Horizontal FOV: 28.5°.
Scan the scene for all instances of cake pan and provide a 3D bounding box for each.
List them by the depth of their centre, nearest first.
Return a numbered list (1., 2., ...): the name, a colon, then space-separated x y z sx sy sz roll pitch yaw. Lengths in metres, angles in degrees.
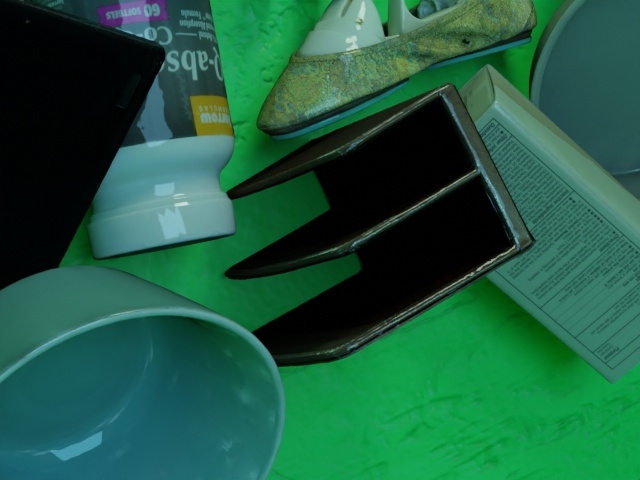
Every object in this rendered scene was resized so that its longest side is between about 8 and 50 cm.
1. cake pan: 0.349 -0.174 1.336 0.293 0.054 0.293 -7 120 -13

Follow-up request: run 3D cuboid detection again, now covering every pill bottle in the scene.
1. pill bottle: -0.164 -0.130 1.129 0.162 0.162 0.279 -11 89 -23

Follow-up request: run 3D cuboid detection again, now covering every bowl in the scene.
1. bowl: -0.200 0.143 1.050 0.311 0.163 0.312 -18 130 -23

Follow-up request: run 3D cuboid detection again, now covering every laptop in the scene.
1. laptop: -0.411 -0.087 0.996 0.407 0.236 0.382 12 116 -45

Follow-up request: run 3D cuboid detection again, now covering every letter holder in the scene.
1. letter holder: 0.000 0.000 1.109 0.214 0.302 0.152 -31 97 -22

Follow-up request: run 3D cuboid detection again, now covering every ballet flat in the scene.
1. ballet flat: 0.070 -0.206 1.254 0.348 0.123 0.123 -25 95 -28

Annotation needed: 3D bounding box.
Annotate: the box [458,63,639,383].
1. box: 0.234 -0.014 1.276 0.311 0.121 0.148 41 112 -15
